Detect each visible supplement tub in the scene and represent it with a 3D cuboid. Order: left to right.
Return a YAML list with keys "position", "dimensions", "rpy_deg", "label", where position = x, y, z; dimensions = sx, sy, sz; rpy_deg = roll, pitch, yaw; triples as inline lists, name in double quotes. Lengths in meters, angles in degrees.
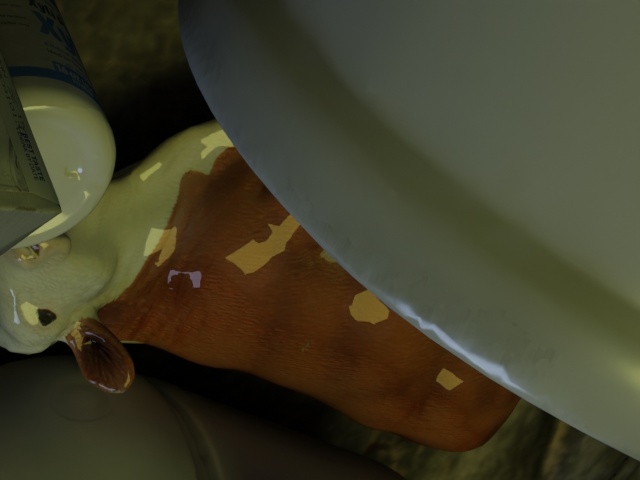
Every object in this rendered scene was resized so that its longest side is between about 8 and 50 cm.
- position: [-0.119, -0.055, 0.603]
  dimensions: [0.071, 0.107, 0.071]
  rpy_deg: [-15, 137, -14]
  label: "supplement tub"

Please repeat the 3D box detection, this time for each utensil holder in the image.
- position: [0.185, -0.160, 0.502]
  dimensions: [0.328, 0.327, 0.385]
  rpy_deg: [10, 124, -34]
  label: "utensil holder"

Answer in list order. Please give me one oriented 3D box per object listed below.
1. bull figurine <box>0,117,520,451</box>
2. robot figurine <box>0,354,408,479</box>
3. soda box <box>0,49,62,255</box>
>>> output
- position: [0.000, 0.000, 0.723]
  dimensions: [0.310, 0.101, 0.188]
  rpy_deg: [25, 114, -42]
  label: "bull figurine"
- position: [-0.071, 0.172, 0.778]
  dimensions: [0.300, 0.199, 0.353]
  rpy_deg: [-15, 150, 41]
  label: "robot figurine"
- position: [-0.222, 0.015, 0.556]
  dimensions: [0.286, 0.098, 0.091]
  rpy_deg: [-33, 161, 29]
  label: "soda box"
